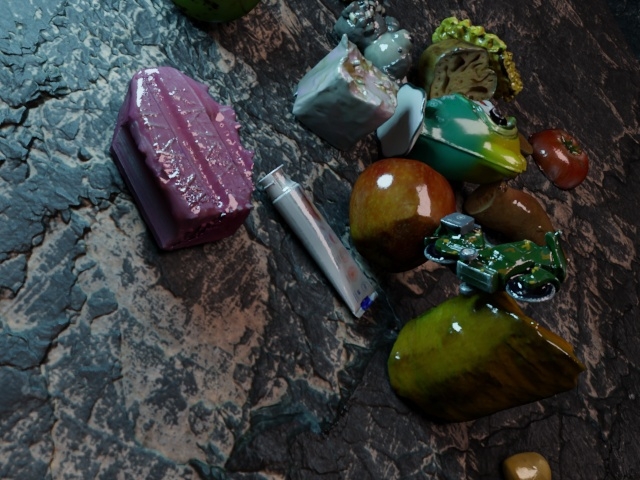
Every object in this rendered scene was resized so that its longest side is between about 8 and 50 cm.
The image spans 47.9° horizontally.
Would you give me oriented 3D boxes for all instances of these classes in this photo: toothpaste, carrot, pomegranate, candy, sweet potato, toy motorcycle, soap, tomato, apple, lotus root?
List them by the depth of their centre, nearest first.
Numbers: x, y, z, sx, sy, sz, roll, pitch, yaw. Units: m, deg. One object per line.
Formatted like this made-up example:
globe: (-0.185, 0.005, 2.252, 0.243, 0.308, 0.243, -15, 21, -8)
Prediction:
soap: (-0.238, -0.153, 1.238, 0.220, 0.127, 0.324, -14, 71, -47)
toy motorcycle: (0.322, 0.028, 1.287, 0.187, 0.275, 0.124, -27, 126, -34)
carrot: (0.319, 0.204, 1.359, 0.241, 0.341, 0.241, 38, 37, -36)
toothpaste: (0.000, 0.000, 1.394, 0.323, 0.066, 0.100, 54, 37, -5)
apple: (0.159, -0.048, 1.452, 0.230, 0.230, 0.229, 23, 49, -29)
pomegranate: (-0.228, -0.578, 1.475, 0.271, 0.254, 0.254, 13, 53, -21)
candy: (0.050, -0.314, 1.566, 0.185, 0.195, 0.137, 36, 48, -23)
sweet potato: (0.527, -0.041, 1.835, 0.337, 0.131, 0.131, 30, 46, -22)
lotus root: (0.359, -0.456, 1.933, 0.199, 0.188, 0.180, 4, 35, -15)
tomato: (0.745, -0.266, 2.225, 0.225, 0.085, 0.224, 20, 51, -27)

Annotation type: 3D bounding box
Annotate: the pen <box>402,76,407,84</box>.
pen: (0.207, -0.482, 1.937, 0.028, 0.028, 0.239, 13, 55, -35)

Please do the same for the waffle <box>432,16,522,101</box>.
waffle: (0.447, -0.500, 2.011, 0.312, 0.307, 0.060, 40, 87, -21)

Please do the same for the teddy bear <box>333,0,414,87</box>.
teddy bear: (0.163, -0.506, 1.832, 0.251, 0.144, 0.171, 46, 35, -9)

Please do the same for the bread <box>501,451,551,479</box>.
bread: (0.418, 0.464, 1.439, 0.115, 0.056, 0.082, 8, 56, -38)

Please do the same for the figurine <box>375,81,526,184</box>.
figurine: (0.321, -0.238, 1.725, 0.340, 0.231, 0.323, 13, 18, -25)

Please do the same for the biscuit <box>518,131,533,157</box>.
biscuit: (0.495, -0.280, 2.038, 0.320, 0.047, 0.183, -6, 68, -44)
